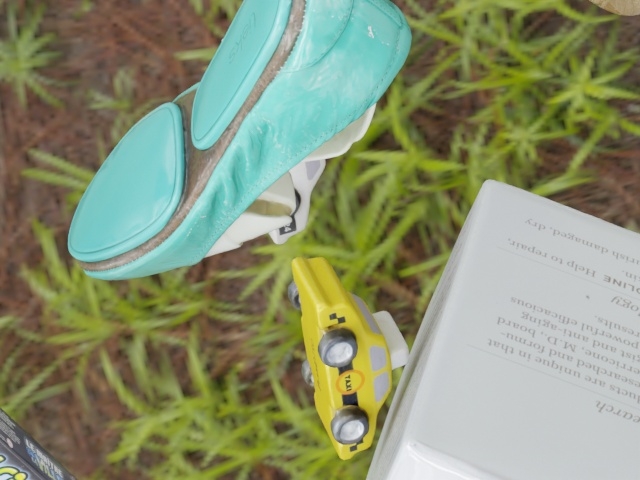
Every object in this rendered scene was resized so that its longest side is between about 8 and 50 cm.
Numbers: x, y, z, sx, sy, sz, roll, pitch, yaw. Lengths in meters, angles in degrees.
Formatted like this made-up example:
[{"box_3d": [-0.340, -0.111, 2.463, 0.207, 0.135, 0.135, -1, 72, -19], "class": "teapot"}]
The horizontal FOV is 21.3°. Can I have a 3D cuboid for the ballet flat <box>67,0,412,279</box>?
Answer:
[{"box_3d": [-0.036, -0.041, 0.810, 0.247, 0.087, 0.083, -43, 38, 47], "class": "ballet flat"}]

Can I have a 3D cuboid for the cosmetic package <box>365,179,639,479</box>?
[{"box_3d": [0.218, 0.221, 1.566, 0.327, 0.393, 0.329, 21, 130, 2], "class": "cosmetic package"}]

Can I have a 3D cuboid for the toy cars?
[{"box_3d": [0.000, 0.000, 1.540, 0.176, 0.087, 0.393, 142, 110, -78], "class": "toy cars"}]

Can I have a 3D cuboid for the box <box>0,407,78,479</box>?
[{"box_3d": [-0.229, 0.167, 1.099, 0.114, 0.207, 0.036, -30, 44, 7], "class": "box"}]

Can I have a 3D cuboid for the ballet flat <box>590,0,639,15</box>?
[{"box_3d": [0.230, -0.376, 1.676, 0.116, 0.124, 0.342, -30, 77, -6], "class": "ballet flat"}]
